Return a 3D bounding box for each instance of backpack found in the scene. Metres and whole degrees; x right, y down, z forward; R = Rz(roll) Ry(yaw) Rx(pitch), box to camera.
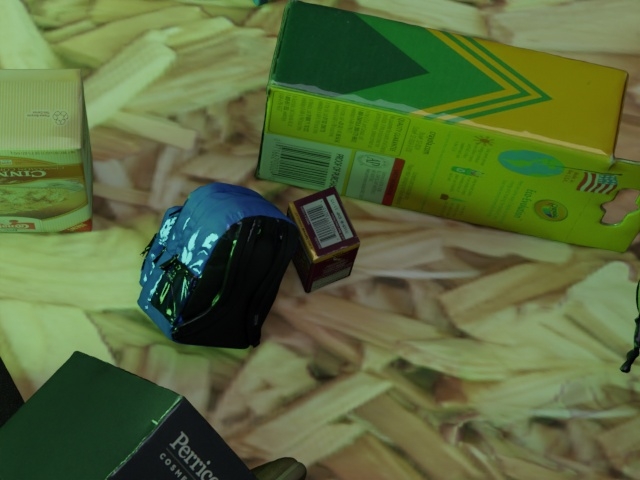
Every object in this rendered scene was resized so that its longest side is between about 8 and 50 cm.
[{"bbox_3d":[-0.084,0.012,1.503,0.101,0.098,0.120,43,114,34],"label":"backpack"}]

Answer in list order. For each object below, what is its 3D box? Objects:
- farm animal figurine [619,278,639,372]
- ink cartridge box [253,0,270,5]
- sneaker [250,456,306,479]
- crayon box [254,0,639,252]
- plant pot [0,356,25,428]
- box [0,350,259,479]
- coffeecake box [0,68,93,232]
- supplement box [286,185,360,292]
[{"bbox_3d":[0.387,0.055,1.465,0.327,0.330,0.172,-44,40,-5],"label":"farm animal figurine"},{"bbox_3d":[-0.061,-0.389,1.598,0.129,0.223,0.307,-24,74,-11],"label":"ink cartridge box"},{"bbox_3d":[-0.100,0.211,1.472,0.188,0.066,0.071,-35,76,-15],"label":"sneaker"},{"bbox_3d":[0.114,-0.084,1.519,0.318,0.202,0.081,13,71,-1],"label":"crayon box"},{"bbox_3d":[-0.312,0.156,1.415,0.167,0.187,0.188,-20,66,-30],"label":"plant pot"},{"bbox_3d":[-0.134,0.310,1.294,0.312,0.179,0.343,-46,117,-16],"label":"box"},{"bbox_3d":[-0.253,-0.067,1.493,0.142,0.185,0.068,-1,71,-4],"label":"coffeecake box"},{"bbox_3d":[0.000,0.000,1.542,0.043,0.083,0.055,-21,74,-12],"label":"supplement box"}]
